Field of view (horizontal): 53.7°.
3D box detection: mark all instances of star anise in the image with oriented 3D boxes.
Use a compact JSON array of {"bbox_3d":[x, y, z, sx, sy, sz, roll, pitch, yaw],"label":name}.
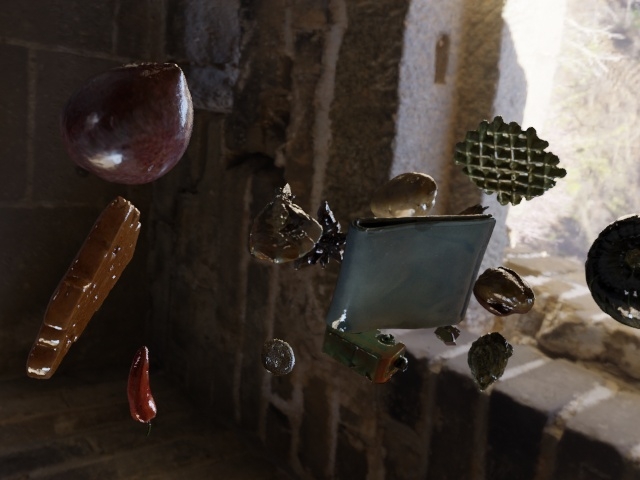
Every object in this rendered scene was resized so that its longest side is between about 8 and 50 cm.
[{"bbox_3d":[0.002,-0.004,1.935,0.129,0.282,0.212,32,100,-22],"label":"star anise"}]

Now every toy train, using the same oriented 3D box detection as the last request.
[{"bbox_3d":[0.089,0.221,1.312,0.099,0.188,0.072,-22,131,-51],"label":"toy train"}]

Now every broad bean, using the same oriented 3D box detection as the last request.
[{"bbox_3d":[0.480,0.140,1.658,0.122,0.156,0.228,-51,170,4],"label":"broad bean"}]

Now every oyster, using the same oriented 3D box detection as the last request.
[{"bbox_3d":[0.506,0.360,1.915,0.177,0.125,0.064,-45,148,-12],"label":"oyster"}]

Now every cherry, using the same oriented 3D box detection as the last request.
[{"bbox_3d":[-0.355,-0.220,1.190,0.230,0.202,0.300,21,134,-42],"label":"cherry"}]

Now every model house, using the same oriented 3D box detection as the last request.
[{"bbox_3d":[0.345,0.252,1.691,0.057,0.058,0.083,-51,154,-6],"label":"model house"}]

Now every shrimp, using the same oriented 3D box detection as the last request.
[{"bbox_3d":[0.394,-0.033,1.704,0.180,0.041,0.099,-42,88,-12],"label":"shrimp"},{"bbox_3d":[-0.074,-0.048,1.508,0.316,0.164,0.062,-81,178,-54],"label":"shrimp"}]

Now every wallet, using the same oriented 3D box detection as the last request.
[{"bbox_3d":[0.166,0.062,1.162,0.291,0.054,0.251,-2,128,-16],"label":"wallet"}]

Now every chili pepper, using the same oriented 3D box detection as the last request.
[{"bbox_3d":[-0.465,0.395,1.643,0.071,0.064,0.272,-35,132,-55],"label":"chili pepper"}]

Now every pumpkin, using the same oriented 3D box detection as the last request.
[{"bbox_3d":[0.877,0.081,1.698,0.241,0.323,0.323,20,90,-39],"label":"pumpkin"}]

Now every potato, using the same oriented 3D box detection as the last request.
[{"bbox_3d":[0.253,-0.119,1.903,0.128,0.235,0.161,34,40,-33],"label":"potato"}]

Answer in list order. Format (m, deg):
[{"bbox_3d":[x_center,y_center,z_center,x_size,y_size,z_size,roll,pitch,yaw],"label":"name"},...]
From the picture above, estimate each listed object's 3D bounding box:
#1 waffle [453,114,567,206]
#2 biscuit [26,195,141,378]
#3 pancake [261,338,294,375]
[{"bbox_3d":[0.547,-0.227,1.871,0.292,0.309,0.056,41,61,-9],"label":"waffle"},{"bbox_3d":[-0.331,0.051,0.923,0.043,0.306,0.283,27,98,-8],"label":"biscuit"},{"bbox_3d":[-0.121,0.334,1.804,0.115,0.011,0.114,17,55,-26],"label":"pancake"}]
